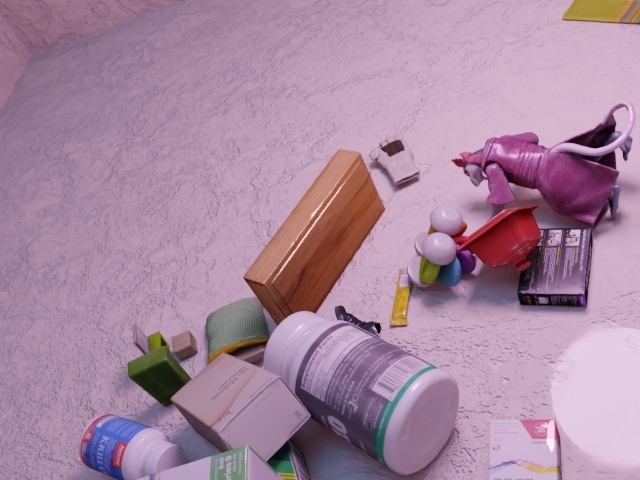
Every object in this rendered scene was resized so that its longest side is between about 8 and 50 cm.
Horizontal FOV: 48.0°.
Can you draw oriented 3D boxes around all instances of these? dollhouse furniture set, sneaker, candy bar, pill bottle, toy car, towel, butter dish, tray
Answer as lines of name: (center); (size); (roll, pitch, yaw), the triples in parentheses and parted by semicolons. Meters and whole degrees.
dollhouse furniture set: (-0.282, 0.221, 1.680); (0.302, 0.151, 0.197); (-25, 42, 5)
sneaker: (0.094, 0.199, 1.577); (0.089, 0.051, 0.170); (-24, 47, 6)
candy bar: (0.186, 0.123, 1.620); (0.040, 0.018, 0.161); (-3, 48, 21)
pill bottle: (0.069, 0.278, 1.398); (0.361, 0.204, 0.204); (23, 63, 41)
toy car: (0.280, 0.026, 1.591); (0.136, 0.159, 0.182); (22, 55, -1)
towel: (0.810, -0.650, 2.019); (0.237, 0.021, 0.102); (19, 60, 40)
butter dish: (0.392, 0.010, 1.488); (0.160, 0.160, 0.118); (-41, 72, 31)
tray: (0.000, 0.000, 1.700); (0.076, 0.203, 0.411); (15, 58, 38)
pill bottle: (-0.401, 0.454, 1.541); (0.222, 0.124, 0.124); (5, 53, 33)

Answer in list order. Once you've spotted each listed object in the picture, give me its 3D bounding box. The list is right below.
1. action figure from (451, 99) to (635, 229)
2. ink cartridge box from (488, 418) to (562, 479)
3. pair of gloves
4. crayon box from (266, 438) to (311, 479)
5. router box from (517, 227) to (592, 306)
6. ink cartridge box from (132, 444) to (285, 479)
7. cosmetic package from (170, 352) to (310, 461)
action figure: (0.465, -0.155, 1.568); (0.370, 0.275, 0.248); (12, 61, 20)
ink cartridge box: (0.349, 0.408, 1.223); (0.115, 0.067, 0.198); (-7, 47, 22)
pair of gloves: (0.132, -0.199, 1.923); (0.240, 0.042, 0.204); (-18, 37, 8)
crayon box: (-0.141, 0.582, 1.292); (0.313, 0.106, 0.363); (-27, 42, 3)
router box: (0.491, 0.053, 1.501); (0.133, 0.046, 0.179); (0, 50, 28)
ink cartridge box: (-0.202, 0.472, 1.195); (0.289, 0.211, 0.121); (-20, 44, 12)
cosmetic package: (-0.170, 0.335, 1.445); (0.160, 0.113, 0.309); (-41, 17, -22)
